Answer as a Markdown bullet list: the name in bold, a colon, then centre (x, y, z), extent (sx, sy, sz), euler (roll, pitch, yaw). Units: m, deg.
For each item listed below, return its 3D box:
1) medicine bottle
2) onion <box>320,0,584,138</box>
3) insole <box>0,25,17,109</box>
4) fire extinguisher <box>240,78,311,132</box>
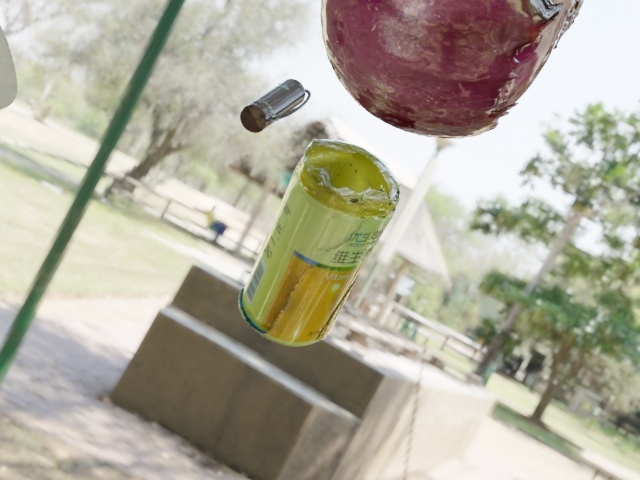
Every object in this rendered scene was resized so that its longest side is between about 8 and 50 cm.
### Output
- **medicine bottle**: centre (0.000, 0.000, 1.224), extent (0.124, 0.239, 0.124), euler (18, 35, -13)
- **onion**: centre (0.121, -0.290, 1.070), extent (0.345, 0.358, 0.358), euler (32, -2, -18)
- **insole**: centre (-0.263, -0.170, 0.745), extent (0.004, 0.065, 0.197), euler (-88, 163, -51)
- **fire extinguisher**: centre (-0.060, -0.202, 1.600), extent (0.064, 0.043, 0.158), euler (17, 32, 21)
